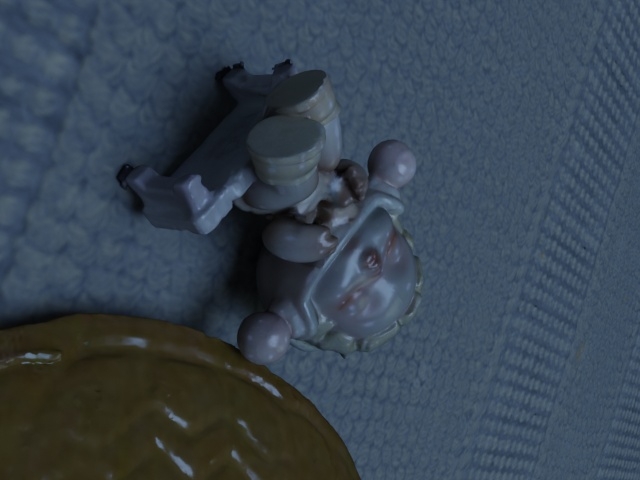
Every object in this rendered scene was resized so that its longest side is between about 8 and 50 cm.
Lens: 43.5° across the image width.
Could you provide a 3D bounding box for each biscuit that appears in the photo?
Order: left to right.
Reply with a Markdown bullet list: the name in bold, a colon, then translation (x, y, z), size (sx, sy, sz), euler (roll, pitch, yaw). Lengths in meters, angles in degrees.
- **biscuit**: translation (-0.094, 0.224, 0.469), size (0.385, 0.062, 0.365), euler (16, 61, -44)

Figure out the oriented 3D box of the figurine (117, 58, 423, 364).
- **figurine**: translation (-0.010, 0.003, 0.589), size (0.257, 0.144, 0.182), euler (59, 37, -39)
